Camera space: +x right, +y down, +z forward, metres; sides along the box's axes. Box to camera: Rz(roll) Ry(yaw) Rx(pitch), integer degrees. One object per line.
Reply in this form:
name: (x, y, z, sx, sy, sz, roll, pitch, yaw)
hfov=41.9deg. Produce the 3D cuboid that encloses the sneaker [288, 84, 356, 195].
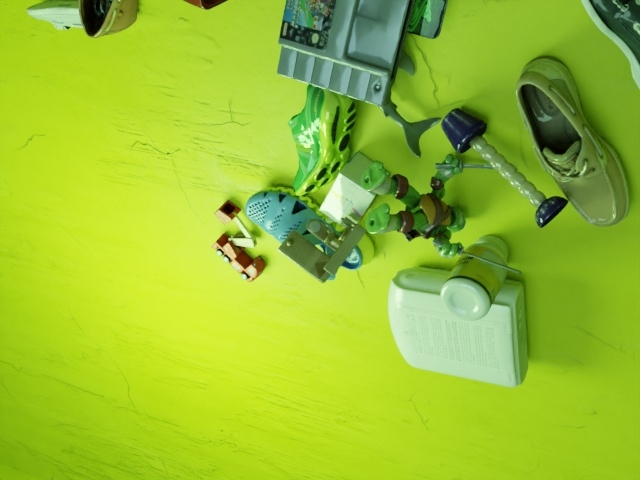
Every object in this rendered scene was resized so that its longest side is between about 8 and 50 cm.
sneaker: (-0.004, -0.213, 1.754, 0.123, 0.109, 0.295, 50, 144, 26)

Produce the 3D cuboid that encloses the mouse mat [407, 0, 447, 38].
mouse mat: (0.158, -0.462, 1.465, 0.153, 0.007, 0.189, 20, 117, 18)

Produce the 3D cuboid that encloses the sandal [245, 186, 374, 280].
sandal: (-0.039, -0.012, 1.895, 0.317, 0.138, 0.126, 27, 137, 14)

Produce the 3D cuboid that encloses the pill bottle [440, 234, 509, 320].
pill bottle: (0.320, 0.070, 1.694, 0.103, 0.184, 0.103, 17, 132, 21)

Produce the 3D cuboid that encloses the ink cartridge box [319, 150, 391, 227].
ink cartridge box: (0.070, -0.098, 1.787, 0.090, 0.092, 0.143, 34, 137, 4)

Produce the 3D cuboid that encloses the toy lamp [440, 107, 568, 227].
toy lamp: (0.334, -0.141, 1.558, 0.274, 0.080, 0.080, 48, 138, 18)

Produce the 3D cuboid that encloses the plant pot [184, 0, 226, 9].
plant pot: (-0.222, -0.591, 1.481, 0.236, 0.267, 0.267, 19, 133, 36)

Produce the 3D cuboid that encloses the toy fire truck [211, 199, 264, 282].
toy fire truck: (-0.201, 0.006, 2.073, 0.192, 0.047, 0.135, 44, 134, -6)

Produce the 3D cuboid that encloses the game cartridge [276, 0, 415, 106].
game cartridge: (0.053, -0.437, 1.474, 0.230, 0.068, 0.355, 19, 113, 14)

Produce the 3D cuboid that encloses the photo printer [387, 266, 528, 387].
photo printer: (0.299, 0.188, 1.857, 0.307, 0.107, 0.256, 7, 127, 29)

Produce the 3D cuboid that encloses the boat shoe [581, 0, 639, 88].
boat shoe: (0.503, -0.343, 1.310, 0.302, 0.114, 0.091, 43, 137, -22)

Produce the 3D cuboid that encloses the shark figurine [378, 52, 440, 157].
shark figurine: (0.113, -0.294, 1.591, 0.166, 0.116, 0.278, 3, 123, 33)

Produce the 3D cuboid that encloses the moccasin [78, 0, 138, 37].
moccasin: (-0.441, -0.586, 1.684, 0.139, 0.147, 0.380, 31, 135, 8)

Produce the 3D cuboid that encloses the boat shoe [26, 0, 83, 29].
boat shoe: (-0.586, -0.510, 1.904, 0.184, 0.066, 0.063, 4, 125, 18)

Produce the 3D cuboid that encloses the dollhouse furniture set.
dollhouse furniture set: (0.000, 0.000, 1.742, 0.123, 0.144, 0.151, 37, 179, -1)

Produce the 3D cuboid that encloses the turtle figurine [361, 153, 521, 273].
turtle figurine: (0.229, -0.073, 1.610, 0.275, 0.266, 0.197, 25, 104, 54)

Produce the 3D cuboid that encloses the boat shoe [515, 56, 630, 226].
boat shoe: (0.437, -0.154, 1.484, 0.122, 0.110, 0.341, -22, 108, 40)
